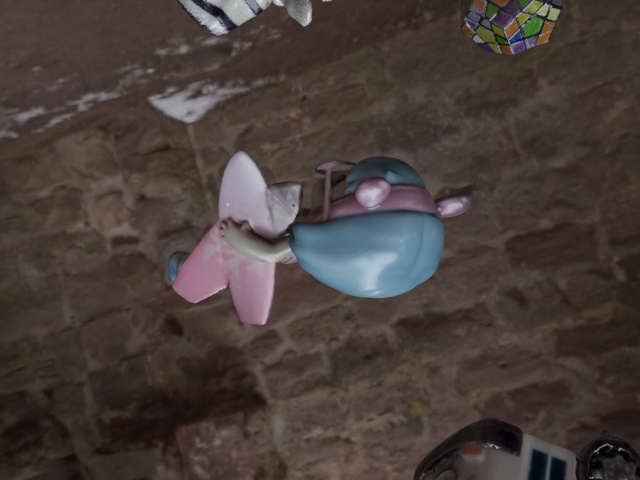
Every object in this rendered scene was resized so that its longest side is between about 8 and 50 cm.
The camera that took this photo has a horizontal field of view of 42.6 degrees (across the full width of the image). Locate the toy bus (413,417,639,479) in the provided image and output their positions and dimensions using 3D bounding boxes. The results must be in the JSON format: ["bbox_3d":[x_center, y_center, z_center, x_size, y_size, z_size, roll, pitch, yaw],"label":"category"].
[{"bbox_3d":[0.303,0.364,0.808,0.440,0.249,0.209,22,146,-5],"label":"toy bus"}]

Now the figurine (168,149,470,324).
[{"bbox_3d":[-0.004,0.011,0.648,0.260,0.102,0.205,-16,157,41],"label":"figurine"}]

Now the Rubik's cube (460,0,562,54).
[{"bbox_3d":[0.196,-0.246,0.849,0.111,0.111,0.093,-16,174,-38],"label":"Rubik's cube"}]

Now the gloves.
[{"bbox_3d":[-0.057,-0.318,0.928,0.219,0.140,0.131,-26,-146,20],"label":"gloves"}]
